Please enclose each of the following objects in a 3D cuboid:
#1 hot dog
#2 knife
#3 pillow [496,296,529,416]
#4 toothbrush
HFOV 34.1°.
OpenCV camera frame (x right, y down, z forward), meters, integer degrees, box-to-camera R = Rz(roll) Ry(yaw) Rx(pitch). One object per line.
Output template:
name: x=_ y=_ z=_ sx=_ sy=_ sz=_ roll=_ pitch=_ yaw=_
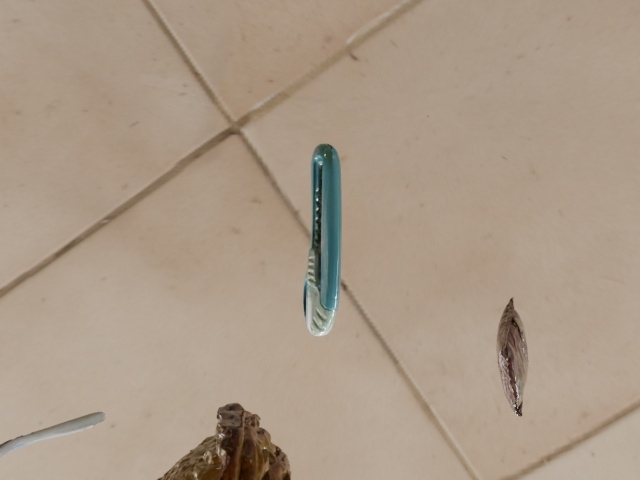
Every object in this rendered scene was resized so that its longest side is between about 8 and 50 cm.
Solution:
hot dog: x=-0.122 y=0.266 z=0.884 sx=0.114 sy=0.175 sz=0.259 roll=43 pitch=93 yaw=-9
knife: x=0.000 y=0.000 z=1.196 sx=0.031 sy=0.064 sz=0.222 roll=-1 pitch=95 yaw=-33
pillow: x=0.286 y=0.173 z=1.566 sx=0.043 sy=0.185 sz=0.118 roll=-9 pitch=107 yaw=19
toothbrush: x=-0.185 y=0.128 z=0.633 sx=0.014 sy=0.162 sz=0.017 roll=-25 pitch=81 yaw=28
